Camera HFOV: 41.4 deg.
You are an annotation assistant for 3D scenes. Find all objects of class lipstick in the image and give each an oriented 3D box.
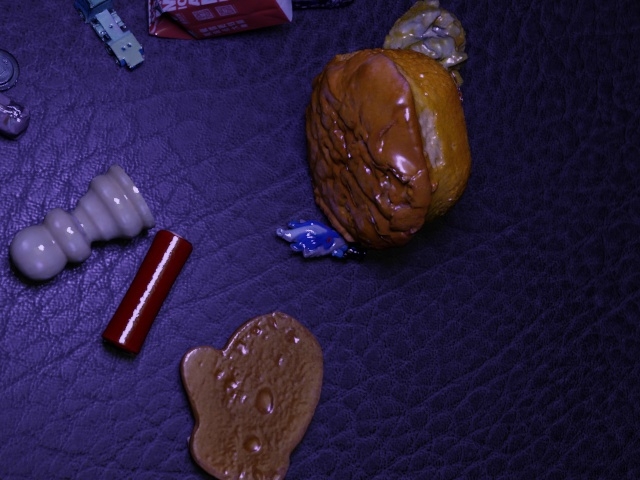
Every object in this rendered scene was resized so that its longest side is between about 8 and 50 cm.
[{"bbox_3d":[-0.325,0.097,1.593,0.080,0.080,0.241,30,73,-14],"label":"lipstick"}]

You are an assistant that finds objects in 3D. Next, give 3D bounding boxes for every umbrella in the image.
[{"bbox_3d":[-0.683,-0.295,1.528,0.337,0.073,0.067,32,63,-12],"label":"umbrella"}]

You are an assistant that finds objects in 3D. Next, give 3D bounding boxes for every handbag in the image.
[{"bbox_3d":[-0.213,-0.509,1.685,0.298,0.151,0.171,-7,78,15],"label":"handbag"}]

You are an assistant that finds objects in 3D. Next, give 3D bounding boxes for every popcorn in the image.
[{"bbox_3d":[0.231,-0.416,1.838,0.185,0.167,0.187,17,79,-22],"label":"popcorn"}]

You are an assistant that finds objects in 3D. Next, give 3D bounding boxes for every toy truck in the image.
[{"bbox_3d":[-0.406,-0.418,1.647,0.067,0.081,0.175,-36,94,-20],"label":"toy truck"}]

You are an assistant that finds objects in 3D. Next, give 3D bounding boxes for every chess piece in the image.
[{"bbox_3d":[-0.444,-0.018,1.545,0.251,0.144,0.144,-34,94,-15],"label":"chess piece"}]

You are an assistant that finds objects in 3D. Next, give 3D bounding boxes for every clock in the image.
[{"bbox_3d":[-0.609,-0.320,1.589,0.085,0.017,0.085,3,80,-20],"label":"clock"}]

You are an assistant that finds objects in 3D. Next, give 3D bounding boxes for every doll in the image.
[{"bbox_3d":[0.000,0.000,1.738,0.195,0.070,0.096,10,48,-21],"label":"doll"}]

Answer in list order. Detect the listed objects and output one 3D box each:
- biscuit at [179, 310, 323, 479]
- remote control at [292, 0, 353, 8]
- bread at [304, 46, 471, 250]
[{"bbox_3d":[-0.145,0.297,1.636,0.287,0.057,0.343,24,74,-16],"label":"biscuit"},{"bbox_3d":[-0.039,-0.543,1.812,0.266,0.066,0.090,-8,85,-21],"label":"remote control"},{"bbox_3d":[0.118,-0.180,1.658,0.215,0.398,0.398,-18,88,-30],"label":"bread"}]
